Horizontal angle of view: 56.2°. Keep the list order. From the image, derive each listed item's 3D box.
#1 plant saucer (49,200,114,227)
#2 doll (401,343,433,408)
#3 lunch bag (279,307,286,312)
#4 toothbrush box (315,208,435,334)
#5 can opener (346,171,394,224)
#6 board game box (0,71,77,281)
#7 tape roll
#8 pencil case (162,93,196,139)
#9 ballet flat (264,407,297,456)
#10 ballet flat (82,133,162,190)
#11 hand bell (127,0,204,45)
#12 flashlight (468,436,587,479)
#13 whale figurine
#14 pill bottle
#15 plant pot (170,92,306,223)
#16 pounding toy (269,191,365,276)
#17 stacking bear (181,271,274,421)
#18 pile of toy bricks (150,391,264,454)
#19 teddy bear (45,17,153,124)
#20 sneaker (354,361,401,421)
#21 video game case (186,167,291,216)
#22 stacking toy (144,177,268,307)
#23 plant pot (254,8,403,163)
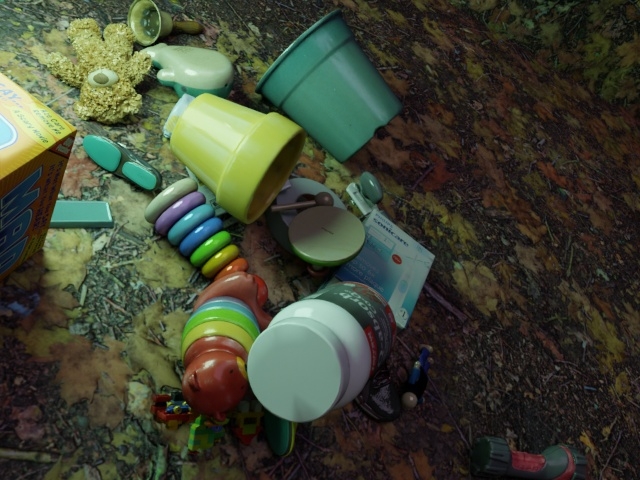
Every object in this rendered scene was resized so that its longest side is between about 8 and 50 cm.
[{"bbox_3d":[-0.538,-0.058,1.268,0.192,0.018,0.067,-2,58,-35],"label":"plant saucer"},{"bbox_3d":[0.235,0.336,1.441,0.046,0.129,0.189,2,27,22],"label":"doll"},{"bbox_3d":[-0.054,0.192,1.382,0.071,0.053,0.083,12,43,-30],"label":"lunch bag"},{"bbox_3d":[0.145,0.093,1.545,0.216,0.126,0.295,38,43,-3],"label":"toothbrush box"},{"bbox_3d":[0.172,-0.065,1.719,0.074,0.093,0.280,-21,75,-44],"label":"can opener"},{"bbox_3d":[-0.678,-0.087,0.947,0.357,0.356,0.356,37,43,-4],"label":"board game box"},{"bbox_3d":[-0.032,-0.058,1.579,0.219,0.072,0.219,19,48,-23],"label":"tape roll"},{"bbox_3d":[-0.266,-0.266,1.551,0.273,0.113,0.124,27,58,-14],"label":"pencil case"},{"bbox_3d":[-0.083,0.328,1.244,0.077,0.077,0.230,13,46,-48],"label":"ballet flat"},{"bbox_3d":[-0.454,-0.182,1.395,0.203,0.074,0.074,32,44,-1],"label":"ballet flat"},{"bbox_3d":[-0.427,-0.631,1.752,0.126,0.126,0.242,51,33,10],"label":"hand bell"},{"bbox_3d":[0.511,0.535,1.466,0.304,0.103,0.103,19,49,-23],"label":"flashlight"},{"bbox_3d":[-0.366,-0.451,1.639,0.272,0.141,0.216,25,40,18],"label":"whale figurine"},{"bbox_3d":[0.013,0.205,1.157,0.210,0.210,0.363,49,17,8],"label":"pill bottle"},{"bbox_3d":[-0.198,-0.203,1.363,0.239,0.254,0.254,32,44,4],"label":"plant pot"},{"bbox_3d":[0.000,0.000,1.454,0.183,0.110,0.237,-19,50,-21],"label":"pounding toy"},{"bbox_3d":[-0.185,0.210,1.124,0.289,0.164,0.175,-93,163,-67],"label":"stacking bear"},{"bbox_3d":[-0.221,0.349,1.125,0.212,0.118,0.105,11,86,-42],"label":"pile of toy bricks"},{"bbox_3d":[-0.544,-0.449,1.505,0.245,0.113,0.337,20,48,-18],"label":"teddy bear"},{"bbox_3d":[0.118,0.267,1.361,0.106,0.162,0.281,-20,70,-43],"label":"sneaker"},{"bbox_3d":[-0.212,-0.187,1.486,0.227,0.026,0.206,-23,91,-19],"label":"video game case"},{"bbox_3d":[-0.239,0.025,1.344,0.330,0.141,0.141,50,44,-1],"label":"stacking toy"},{"bbox_3d":[0.044,-0.429,1.761,0.334,0.341,0.341,47,43,-5],"label":"plant pot"}]
